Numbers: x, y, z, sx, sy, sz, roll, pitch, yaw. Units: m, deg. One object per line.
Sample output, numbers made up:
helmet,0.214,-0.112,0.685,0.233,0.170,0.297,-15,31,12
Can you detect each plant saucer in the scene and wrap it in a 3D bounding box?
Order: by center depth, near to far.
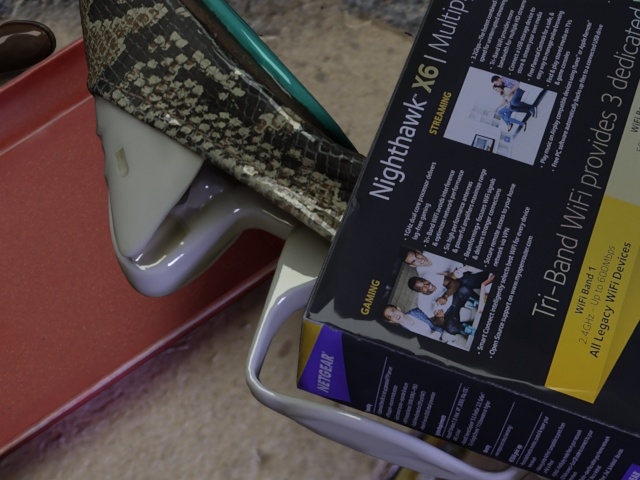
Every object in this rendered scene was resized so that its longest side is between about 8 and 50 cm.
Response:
plant saucer,-0.167,-0.001,0.954,0.259,0.048,0.258,-35,55,-9

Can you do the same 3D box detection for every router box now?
router box,0.153,-0.035,0.694,0.243,0.081,0.309,20,63,7

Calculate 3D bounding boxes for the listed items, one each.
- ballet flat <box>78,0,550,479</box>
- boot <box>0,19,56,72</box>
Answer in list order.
ballet flat,0.000,0.000,0.808,0.483,0.164,0.182,36,86,15
boot,-0.251,-0.112,1.032,0.106,0.037,0.114,-12,27,22
